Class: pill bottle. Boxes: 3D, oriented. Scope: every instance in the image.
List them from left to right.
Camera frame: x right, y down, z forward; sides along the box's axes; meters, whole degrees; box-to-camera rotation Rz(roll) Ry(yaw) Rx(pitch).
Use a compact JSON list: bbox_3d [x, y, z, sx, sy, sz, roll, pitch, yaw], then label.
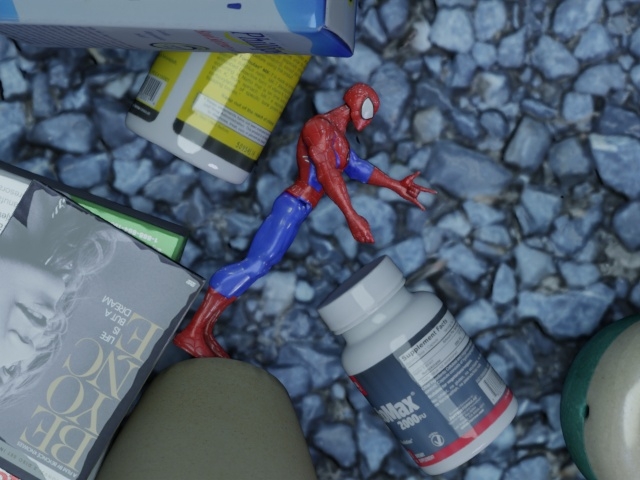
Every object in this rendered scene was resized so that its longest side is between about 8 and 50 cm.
[{"bbox_3d":[-0.072,-0.164,1.270,0.119,0.119,0.208,28,92,-5],"label":"pill bottle"},{"bbox_3d":[0.081,0.107,1.301,0.108,0.108,0.180,-38,94,0],"label":"pill bottle"}]

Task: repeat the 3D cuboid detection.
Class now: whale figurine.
[{"bbox_3d":[0.336,0.151,1.324,0.272,0.141,0.216,2,94,-28],"label":"whale figurine"}]

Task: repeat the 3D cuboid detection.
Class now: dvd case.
[{"bbox_3d":[-0.221,0.085,1.209,0.164,0.018,0.221,31,92,-5],"label":"dvd case"}]

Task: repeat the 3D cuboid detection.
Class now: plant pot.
[{"bbox_3d":[-0.095,0.242,1.212,0.256,0.256,0.274,6,51,-4],"label":"plant pot"}]

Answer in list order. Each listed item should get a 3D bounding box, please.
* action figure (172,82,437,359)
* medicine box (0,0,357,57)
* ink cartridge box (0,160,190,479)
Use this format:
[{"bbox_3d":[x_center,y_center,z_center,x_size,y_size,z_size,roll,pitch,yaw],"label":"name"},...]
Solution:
[{"bbox_3d":[0.000,0.000,1.299,0.139,0.091,0.280,29,93,4],"label":"action figure"},{"bbox_3d":[-0.115,-0.286,1.143,0.289,0.149,0.263,3,91,12],"label":"medicine box"},{"bbox_3d":[-0.255,0.089,1.276,0.201,0.117,0.278,20,93,-4],"label":"ink cartridge box"}]
